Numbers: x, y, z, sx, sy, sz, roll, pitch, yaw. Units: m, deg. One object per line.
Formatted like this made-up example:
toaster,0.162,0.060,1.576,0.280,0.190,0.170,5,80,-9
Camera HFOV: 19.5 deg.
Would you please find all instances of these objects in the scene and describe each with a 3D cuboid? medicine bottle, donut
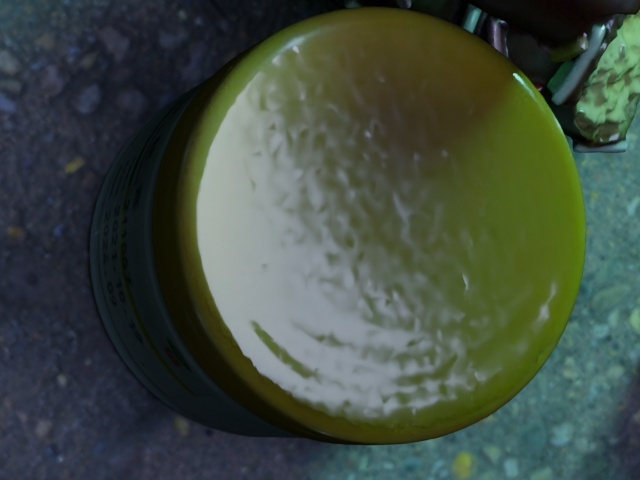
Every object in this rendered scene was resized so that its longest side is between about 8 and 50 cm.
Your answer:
medicine bottle,0.000,0.000,1.094,0.238,0.232,0.237,2,84,-21
donut,0.088,-0.177,1.105,0.259,0.345,0.136,25,83,11
